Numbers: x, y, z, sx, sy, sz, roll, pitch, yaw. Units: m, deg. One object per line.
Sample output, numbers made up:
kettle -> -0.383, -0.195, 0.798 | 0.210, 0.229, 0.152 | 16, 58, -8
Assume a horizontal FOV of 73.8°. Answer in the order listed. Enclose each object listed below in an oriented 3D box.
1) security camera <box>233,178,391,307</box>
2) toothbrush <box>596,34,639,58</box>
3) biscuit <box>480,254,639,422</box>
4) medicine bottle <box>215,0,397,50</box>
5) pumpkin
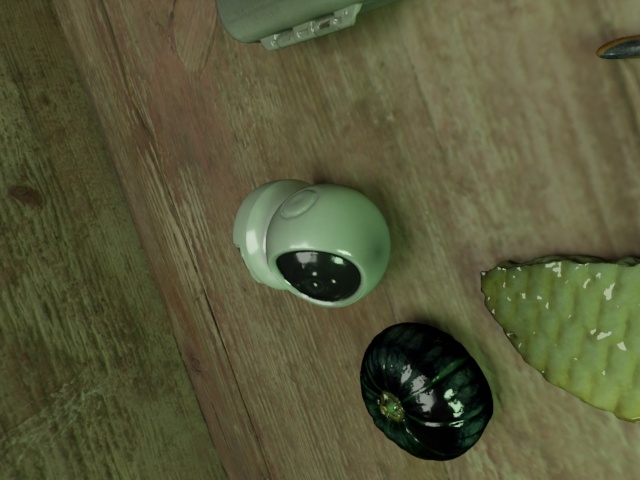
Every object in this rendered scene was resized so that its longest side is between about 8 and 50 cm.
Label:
security camera -> 0.000, 0.000, 0.662 | 0.236, 0.195, 0.194 | 11, 115, 45
toothbrush -> 0.349, -0.144, 0.260 | 0.321, 0.023, 0.031 | 16, 116, 48
biscuit -> 0.303, 0.097, 0.429 | 0.274, 0.036, 0.187 | -6, 102, 54
medicine bottle -> -0.020, -0.405, 0.535 | 0.375, 0.123, 0.282 | 15, 120, 50
pumpkin -> 0.141, 0.216, 0.615 | 0.202, 0.140, 0.202 | 23, 122, 44
